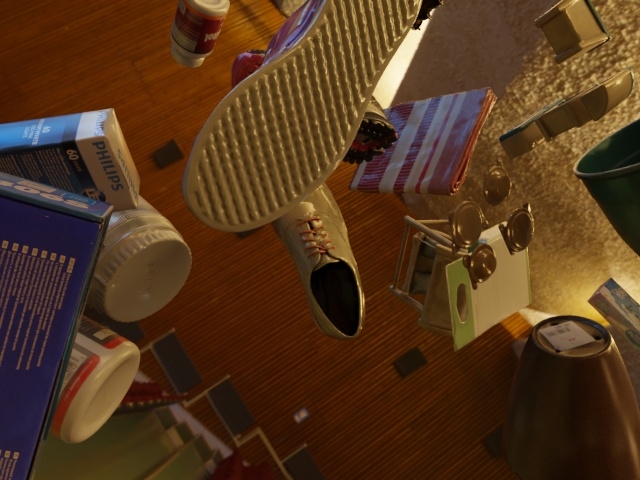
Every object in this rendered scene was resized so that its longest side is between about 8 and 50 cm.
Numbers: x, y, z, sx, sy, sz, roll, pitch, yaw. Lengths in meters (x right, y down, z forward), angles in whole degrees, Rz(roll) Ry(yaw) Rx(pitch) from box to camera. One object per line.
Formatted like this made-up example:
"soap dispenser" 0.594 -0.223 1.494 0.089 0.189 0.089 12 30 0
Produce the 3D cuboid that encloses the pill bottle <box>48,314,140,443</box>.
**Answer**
"pill bottle" -0.559 0.213 1.023 0.363 0.210 0.210 28 -18 6

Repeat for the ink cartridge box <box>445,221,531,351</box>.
"ink cartridge box" 0.300 0.079 0.984 0.056 0.235 0.171 15 -60 54

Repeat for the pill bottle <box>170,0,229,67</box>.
"pill bottle" -0.233 -0.404 0.998 0.086 0.086 0.152 56 -37 10

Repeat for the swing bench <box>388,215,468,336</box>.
"swing bench" 0.331 0.095 1.455 0.255 0.165 0.253 -124 -145 -56

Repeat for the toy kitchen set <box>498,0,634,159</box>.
"toy kitchen set" 0.350 -0.248 0.793 0.166 0.122 0.207 58 -23 -2

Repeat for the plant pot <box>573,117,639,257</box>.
"plant pot" 0.542 -0.053 0.726 0.255 0.271 0.271 58 -13 -7

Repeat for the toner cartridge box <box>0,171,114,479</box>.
"toner cartridge box" -0.286 0.118 0.391 0.165 0.348 0.075 17 6 -19

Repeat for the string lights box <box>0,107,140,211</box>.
"string lights box" -0.408 -0.095 0.752 0.133 0.259 0.077 86 -8 -45

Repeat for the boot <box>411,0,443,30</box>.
"boot" 0.201 -0.374 0.711 0.263 0.229 0.091 41 33 -12

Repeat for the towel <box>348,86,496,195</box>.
"towel" 0.210 -0.205 1.159 0.037 0.237 0.329 31 -12 -32

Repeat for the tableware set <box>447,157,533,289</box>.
"tableware set" 0.237 -0.019 0.732 0.020 0.168 0.141 14 -42 54

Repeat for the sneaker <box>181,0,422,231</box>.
"sneaker" -0.029 -0.126 0.482 0.102 0.282 0.161 43 -14 -23

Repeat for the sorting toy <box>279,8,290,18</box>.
"sorting toy" 0.013 -0.513 1.361 0.274 0.046 0.132 25 21 -46

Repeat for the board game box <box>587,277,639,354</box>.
"board game box" 0.350 0.088 0.597 0.090 0.090 0.020 49 -58 19

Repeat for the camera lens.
"camera lens" -0.423 0.005 1.070 0.274 0.219 0.219 36 -22 25

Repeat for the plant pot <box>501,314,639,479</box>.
"plant pot" 0.385 0.240 0.817 0.215 0.215 0.230 35 -38 60

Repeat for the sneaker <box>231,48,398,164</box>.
"sneaker" -0.013 -0.198 0.767 0.299 0.121 0.112 12 50 -50

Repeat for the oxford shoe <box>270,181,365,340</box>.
"oxford shoe" 0.000 0.000 0.999 0.146 0.140 0.397 165 -99 -82
